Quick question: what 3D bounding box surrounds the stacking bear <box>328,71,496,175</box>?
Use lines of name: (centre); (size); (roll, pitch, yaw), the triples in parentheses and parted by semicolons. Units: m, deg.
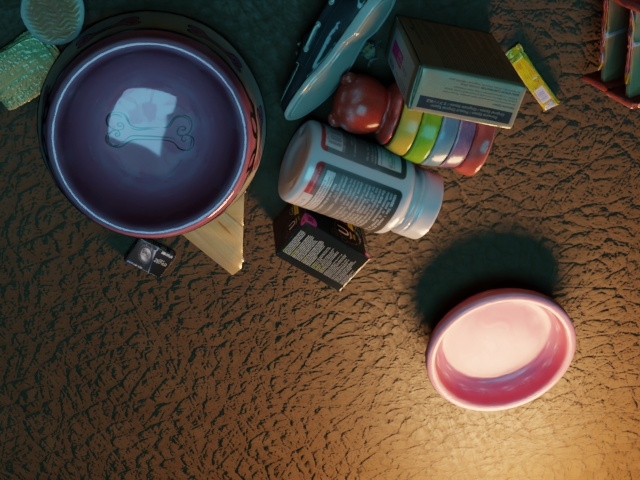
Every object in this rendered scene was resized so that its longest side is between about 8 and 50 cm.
stacking bear: (0.162, -0.227, 1.939); (0.288, 0.164, 0.175); (13, 121, -11)

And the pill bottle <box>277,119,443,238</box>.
pill bottle: (0.077, -0.108, 1.999); (0.283, 0.161, 0.161); (19, 120, -20)

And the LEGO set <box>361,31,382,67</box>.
LEGO set: (0.087, -0.358, 1.916); (0.054, 0.023, 0.083); (14, 108, -19)

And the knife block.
knife block: (-0.266, -0.069, 2.021); (0.242, 0.088, 0.276); (0, 124, -7)

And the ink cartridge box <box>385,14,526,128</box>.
ink cartridge box: (0.230, -0.297, 1.844); (0.193, 0.235, 0.088); (8, 122, -13)

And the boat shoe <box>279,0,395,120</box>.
boat shoe: (0.014, -0.346, 1.872); (0.091, 0.114, 0.302); (48, 115, 15)

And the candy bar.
candy bar: (0.401, -0.304, 1.995); (0.040, 0.018, 0.161); (-33, 123, 19)

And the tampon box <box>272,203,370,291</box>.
tampon box: (0.000, 0.000, 2.085); (0.161, 0.120, 0.101); (31, 116, -25)

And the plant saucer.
plant saucer: (0.390, 0.228, 2.321); (0.332, 0.084, 0.332); (-3, 124, -5)

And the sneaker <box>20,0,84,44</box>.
sneaker: (-0.453, -0.458, 1.727); (0.108, 0.121, 0.302); (-8, 146, -6)

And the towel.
towel: (-0.523, -0.301, 1.863); (0.148, 0.027, 0.110); (-31, 124, 12)

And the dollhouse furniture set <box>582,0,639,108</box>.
dollhouse furniture set: (0.675, -0.394, 1.920); (0.374, 0.152, 0.201); (-17, 126, -17)

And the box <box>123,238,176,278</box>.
box: (-0.343, 0.032, 2.122); (0.083, 0.018, 0.067); (30, 116, -25)

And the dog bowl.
dog bowl: (-0.292, -0.187, 1.826); (0.407, 0.150, 0.408); (-2, 106, -6)
